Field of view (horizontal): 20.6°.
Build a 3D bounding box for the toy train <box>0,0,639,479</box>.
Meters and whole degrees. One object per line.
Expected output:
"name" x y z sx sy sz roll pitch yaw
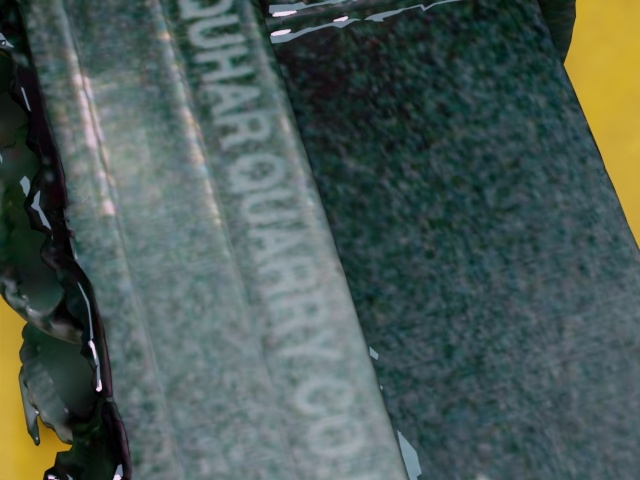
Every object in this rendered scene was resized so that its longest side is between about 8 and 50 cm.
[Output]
"toy train" 0.000 0.000 0.467 0.178 0.138 0.330 -13 63 -9
